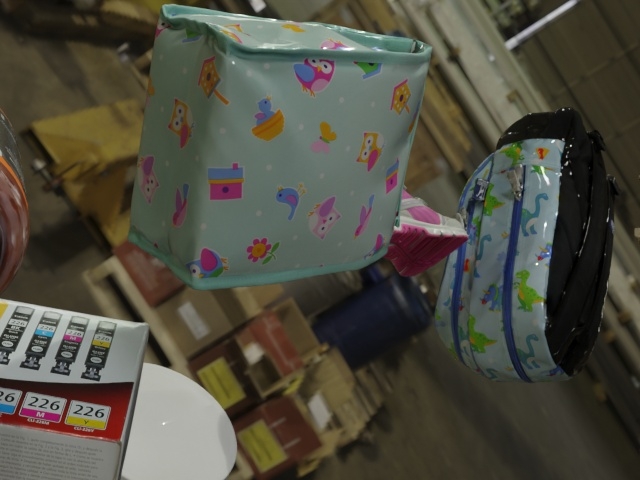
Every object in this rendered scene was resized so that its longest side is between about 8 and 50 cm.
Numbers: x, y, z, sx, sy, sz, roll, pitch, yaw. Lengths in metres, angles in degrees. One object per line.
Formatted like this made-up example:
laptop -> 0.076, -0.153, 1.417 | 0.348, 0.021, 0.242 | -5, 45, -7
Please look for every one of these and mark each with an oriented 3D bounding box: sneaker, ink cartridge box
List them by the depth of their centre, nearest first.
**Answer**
ink cartridge box -> -0.317, 0.128, 0.933 | 0.309, 0.130, 0.272 | 11, 21, -8
sneaker -> 0.096, -0.029, 1.390 | 0.252, 0.103, 0.111 | 13, 47, -48

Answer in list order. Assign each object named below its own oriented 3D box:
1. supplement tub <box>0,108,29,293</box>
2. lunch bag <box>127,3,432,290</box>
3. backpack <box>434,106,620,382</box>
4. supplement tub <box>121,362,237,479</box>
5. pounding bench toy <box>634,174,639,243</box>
supplement tub -> -0.213, -0.021, 0.583 | 0.106, 0.106, 0.198 | 50, -1, -27
lunch bag -> -0.022, -0.085, 0.967 | 0.262, 0.223, 0.160 | -4, 22, -38
backpack -> 0.305, 0.036, 1.555 | 0.290, 0.273, 0.356 | 54, 31, -52
supplement tub -> -0.257, 0.331, 1.311 | 0.235, 0.325, 0.235 | 23, 31, -14
pounding bench toy -> 0.349, -0.039, 1.097 | 0.052, 0.083, 0.065 | 52, 15, -47
